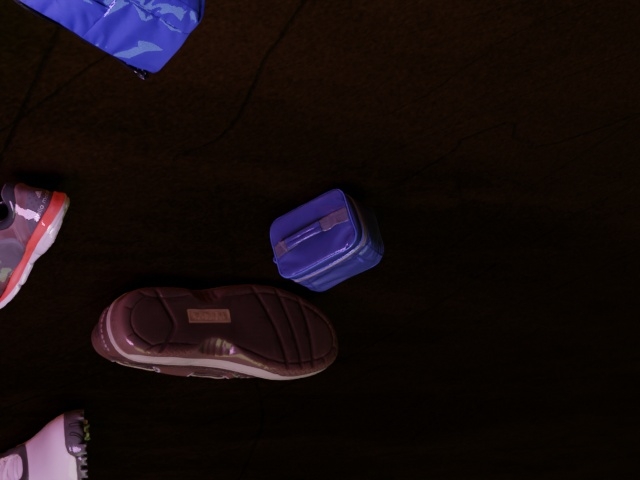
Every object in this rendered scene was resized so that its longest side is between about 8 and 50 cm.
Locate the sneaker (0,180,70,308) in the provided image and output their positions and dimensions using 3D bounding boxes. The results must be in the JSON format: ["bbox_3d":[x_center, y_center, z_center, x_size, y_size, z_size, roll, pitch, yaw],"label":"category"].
[{"bbox_3d":[-0.260,-0.001,1.016,0.064,0.061,0.158,28,132,-19],"label":"sneaker"}]

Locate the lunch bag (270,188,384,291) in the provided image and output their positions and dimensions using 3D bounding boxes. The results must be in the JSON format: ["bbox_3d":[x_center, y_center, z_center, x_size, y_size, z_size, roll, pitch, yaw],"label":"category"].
[{"bbox_3d":[0.000,0.000,1.139,0.098,0.067,0.065,-29,150,21],"label":"lunch bag"}]

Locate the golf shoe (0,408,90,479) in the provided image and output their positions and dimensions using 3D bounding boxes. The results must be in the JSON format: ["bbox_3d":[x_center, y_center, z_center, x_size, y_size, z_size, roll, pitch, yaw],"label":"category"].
[{"bbox_3d":[-0.332,0.276,1.397,0.120,0.105,0.273,7,143,-27],"label":"golf shoe"}]

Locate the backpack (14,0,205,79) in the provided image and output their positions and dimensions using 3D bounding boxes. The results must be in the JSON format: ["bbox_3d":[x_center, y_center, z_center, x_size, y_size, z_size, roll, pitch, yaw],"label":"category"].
[{"bbox_3d":[-0.128,-0.176,0.733,0.120,0.098,0.101,22,124,-33],"label":"backpack"}]

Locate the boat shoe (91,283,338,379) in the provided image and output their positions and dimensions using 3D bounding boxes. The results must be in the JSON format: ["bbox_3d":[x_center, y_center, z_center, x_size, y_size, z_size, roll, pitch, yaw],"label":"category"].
[{"bbox_3d":[-0.106,0.093,1.235,0.257,0.095,0.095,13,153,-34],"label":"boat shoe"}]
